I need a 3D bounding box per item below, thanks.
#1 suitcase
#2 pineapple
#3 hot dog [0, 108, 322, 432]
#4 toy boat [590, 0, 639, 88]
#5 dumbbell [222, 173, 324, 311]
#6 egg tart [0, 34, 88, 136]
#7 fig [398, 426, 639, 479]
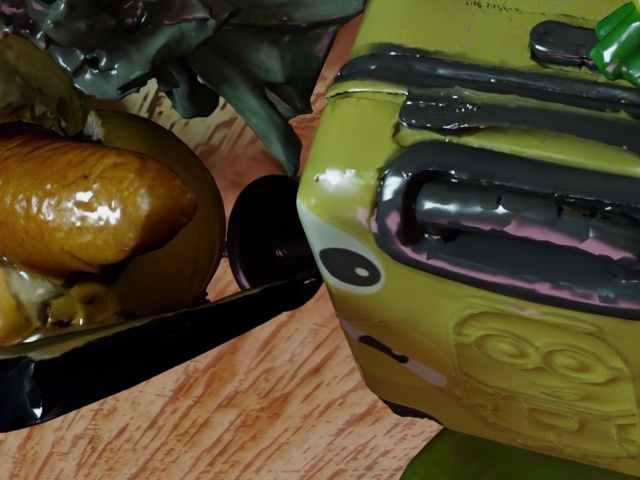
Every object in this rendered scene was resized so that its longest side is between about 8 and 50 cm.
[{"bbox_3d":[0.107,-0.006,0.743,0.194,0.143,0.235,12,154,18],"label":"suitcase"},{"bbox_3d":[-0.104,-0.112,0.727,0.248,0.128,0.128,21,155,-14],"label":"pineapple"},{"bbox_3d":[-0.103,-0.005,0.803,0.326,0.194,0.107,-11,100,64],"label":"hot dog"},{"bbox_3d":[0.161,-0.114,0.553,0.089,0.088,0.229,28,153,-18],"label":"toy boat"},{"bbox_3d":[0.000,0.000,0.921,0.147,0.069,0.069,-6,145,42],"label":"dumbbell"},{"bbox_3d":[-0.227,-0.035,0.931,0.234,0.094,0.234,-18,141,-16],"label":"egg tart"},{"bbox_3d":[0.136,0.173,1.023,0.207,0.207,0.230,21,148,-2],"label":"fig"}]
